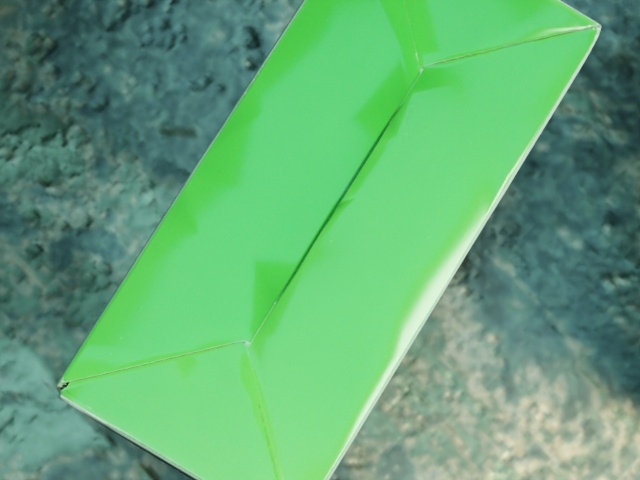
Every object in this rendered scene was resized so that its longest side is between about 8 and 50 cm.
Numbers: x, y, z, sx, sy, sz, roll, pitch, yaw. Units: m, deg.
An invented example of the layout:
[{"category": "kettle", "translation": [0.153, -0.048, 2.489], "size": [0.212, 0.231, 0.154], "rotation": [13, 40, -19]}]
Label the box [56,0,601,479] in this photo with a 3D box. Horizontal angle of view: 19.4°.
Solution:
[{"category": "box", "translation": [0.000, 0.000, 0.902], "size": [0.126, 0.231, 0.262], "rotation": [31, 81, 4]}]
